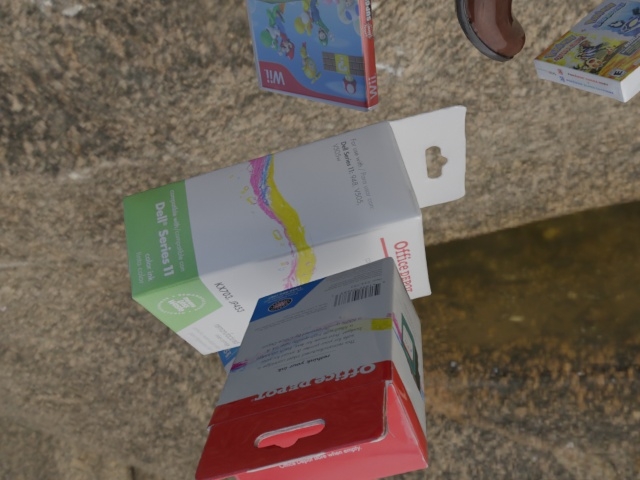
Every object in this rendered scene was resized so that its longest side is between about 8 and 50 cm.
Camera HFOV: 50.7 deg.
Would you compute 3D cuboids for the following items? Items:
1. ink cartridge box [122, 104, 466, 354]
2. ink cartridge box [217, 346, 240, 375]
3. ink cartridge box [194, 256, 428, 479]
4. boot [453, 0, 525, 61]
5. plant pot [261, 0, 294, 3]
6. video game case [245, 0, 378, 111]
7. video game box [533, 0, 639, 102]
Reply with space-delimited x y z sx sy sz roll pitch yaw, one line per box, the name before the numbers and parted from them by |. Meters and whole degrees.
ink cartridge box | 0.000 0.000 0.722 0.353 0.119 0.207 -16 153 5
ink cartridge box | -0.027 0.234 1.085 0.168 0.233 0.171 -39 131 2
ink cartridge box | 0.005 0.110 0.509 0.134 0.231 0.078 -18 111 15
boot | 0.266 -0.346 0.743 0.280 0.096 0.264 -22 132 27
plant pot | -0.073 -0.247 0.383 0.234 0.166 0.165 23 180 -36
video game case | -0.023 -0.303 0.783 0.204 0.025 0.285 23 131 42
video game box | 0.489 -0.322 1.101 0.205 0.187 0.048 -40 125 -8
